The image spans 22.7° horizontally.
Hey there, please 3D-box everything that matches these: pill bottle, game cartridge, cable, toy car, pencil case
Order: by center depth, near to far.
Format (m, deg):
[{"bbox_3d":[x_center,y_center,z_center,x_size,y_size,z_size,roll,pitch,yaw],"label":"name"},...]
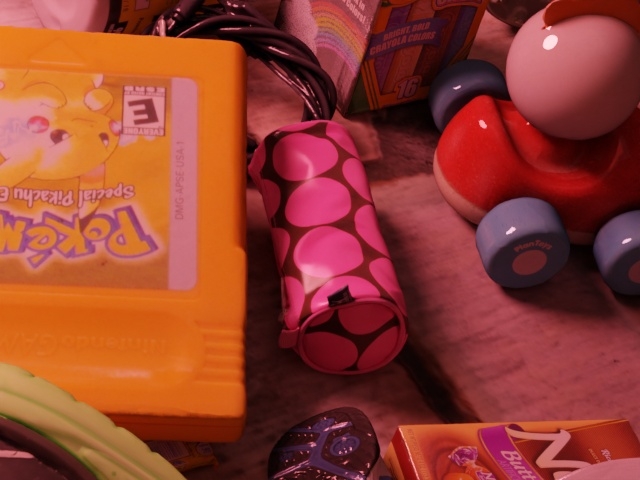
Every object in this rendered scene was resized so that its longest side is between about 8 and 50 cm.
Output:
[{"bbox_3d":[-0.192,-0.015,1.115,0.285,0.053,0.324,3,54,-7],"label":"game cartridge"},{"bbox_3d":[0.000,0.000,1.216,0.098,0.095,0.209,-8,45,-7],"label":"pencil case"},{"bbox_3d":[0.220,-0.114,1.309,0.210,0.238,0.219,5,44,-18],"label":"toy car"},{"bbox_3d":[-0.072,-0.124,1.319,0.184,0.047,0.150,45,58,5],"label":"cable"},{"bbox_3d":[-0.140,-0.243,1.391,0.208,0.119,0.119,-18,54,-35],"label":"pill bottle"}]

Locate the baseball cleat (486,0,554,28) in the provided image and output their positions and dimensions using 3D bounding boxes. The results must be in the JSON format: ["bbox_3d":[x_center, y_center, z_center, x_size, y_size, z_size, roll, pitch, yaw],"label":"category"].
[{"bbox_3d":[0.229,-0.262,1.611,0.205,0.072,0.109,-4,33,-32],"label":"baseball cleat"}]

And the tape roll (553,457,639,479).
[{"bbox_3d":[0.198,0.246,0.959,0.219,0.072,0.219,-8,61,15],"label":"tape roll"}]

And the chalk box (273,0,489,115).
[{"bbox_3d":[0.065,-0.238,1.396,0.132,0.213,0.132,-14,52,-33],"label":"chalk box"}]

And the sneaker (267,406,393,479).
[{"bbox_3d":[0.019,0.188,1.041,0.080,0.081,0.211,-21,31,3],"label":"sneaker"}]

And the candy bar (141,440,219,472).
[{"bbox_3d":[-0.138,0.152,1.049,0.161,0.018,0.040,-12,54,-32],"label":"candy bar"}]

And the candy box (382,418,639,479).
[{"bbox_3d":[0.146,0.182,1.107,0.186,0.053,0.109,2,44,-22],"label":"candy box"}]

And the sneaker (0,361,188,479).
[{"bbox_3d":[-0.067,0.260,0.880,0.482,0.185,0.202,28,60,13],"label":"sneaker"}]
